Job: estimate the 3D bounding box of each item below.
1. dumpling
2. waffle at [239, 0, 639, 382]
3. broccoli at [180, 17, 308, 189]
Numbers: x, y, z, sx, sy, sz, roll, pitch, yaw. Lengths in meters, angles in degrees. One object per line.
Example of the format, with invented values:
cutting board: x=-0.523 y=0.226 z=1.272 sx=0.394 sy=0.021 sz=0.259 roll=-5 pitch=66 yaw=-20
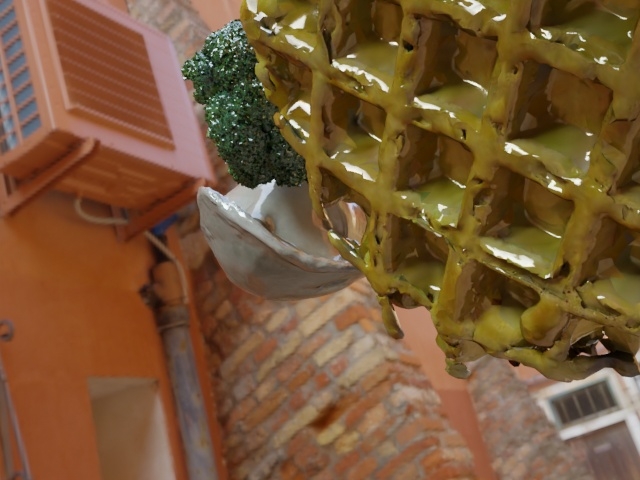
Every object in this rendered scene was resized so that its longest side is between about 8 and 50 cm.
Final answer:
dumpling: x=-0.001 y=-0.005 z=0.972 sx=0.243 sy=0.175 sz=0.226 roll=-25 pitch=28 yaw=-39
waffle: x=0.104 y=-0.100 z=0.453 sx=0.095 sy=0.380 sz=0.382 roll=-27 pitch=-2 yaw=-41
broccoli: x=-0.049 y=-0.142 z=0.861 sx=0.195 sy=0.195 sz=0.156 roll=-7 pitch=5 yaw=-28
